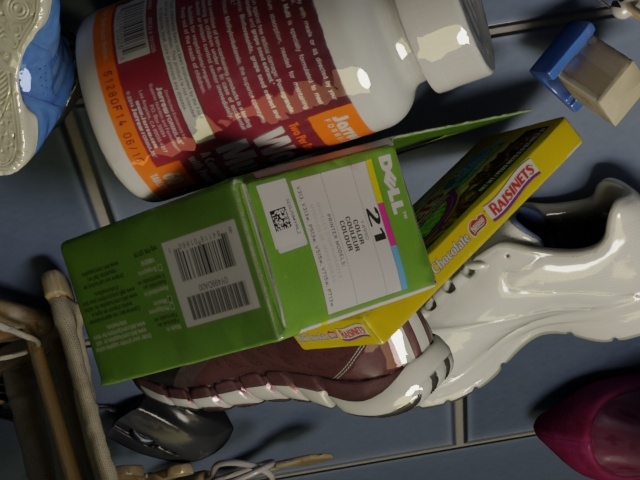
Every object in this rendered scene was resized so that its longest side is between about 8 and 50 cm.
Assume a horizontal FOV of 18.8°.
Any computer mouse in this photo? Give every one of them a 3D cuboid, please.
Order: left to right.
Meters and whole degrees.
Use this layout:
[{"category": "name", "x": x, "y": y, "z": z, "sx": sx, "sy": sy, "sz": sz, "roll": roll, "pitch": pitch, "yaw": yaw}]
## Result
[{"category": "computer mouse", "x": -0.178, "y": 0.153, "z": 1.611, "sx": 0.242, "sy": 0.041, "sz": 0.071, "roll": 11, "pitch": 146, "yaw": -31}]

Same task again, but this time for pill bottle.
[{"category": "pill bottle", "x": -0.019, "y": -0.109, "z": 1.117, "sx": 0.221, "sy": 0.121, "sz": 0.121, "roll": -17, "pitch": 150, "yaw": 14}]

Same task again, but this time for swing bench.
[{"category": "swing bench", "x": -0.234, "y": 0.162, "z": 1.344, "sx": 0.165, "sy": 0.253, "sz": 0.255, "roll": -33, "pitch": 157, "yaw": 34}]

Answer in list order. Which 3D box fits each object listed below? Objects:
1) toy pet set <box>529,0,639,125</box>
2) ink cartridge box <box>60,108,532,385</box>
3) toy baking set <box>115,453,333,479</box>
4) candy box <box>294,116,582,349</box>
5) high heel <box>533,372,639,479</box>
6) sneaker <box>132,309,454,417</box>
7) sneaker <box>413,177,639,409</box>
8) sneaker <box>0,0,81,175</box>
[{"category": "toy pet set", "x": 0.195, "y": -0.132, "z": 1.231, "sx": 0.114, "sy": 0.065, "sz": 0.122, "roll": -50, "pitch": 148, "yaw": -1}, {"category": "ink cartridge box", "x": 0.000, "y": 0.000, "z": 1.203, "sx": 0.255, "sy": 0.097, "sz": 0.189, "roll": -16, "pitch": 179, "yaw": -41}, {"category": "toy baking set", "x": -0.124, "y": 0.221, "z": 1.710, "sx": 0.256, "sy": 0.030, "sz": 0.197, "roll": -3, "pitch": 167, "yaw": -14}, {"category": "candy box", "x": 0.075, "y": -0.004, "z": 1.263, "sx": 0.206, "sy": 0.027, "sz": 0.105, "roll": -44, "pitch": -167, "yaw": -25}, {"category": "high heel", "x": 0.386, "y": 0.155, "z": 1.773, "sx": 0.377, "sy": 0.127, "sz": 0.181, "roll": 2, "pitch": -178, "yaw": -32}, {"category": "sneaker", "x": -0.042, "y": 0.036, "z": 1.412, "sx": 0.281, "sy": 0.106, "sz": 0.162, "roll": -2, "pitch": 120, "yaw": 34}, {"category": "sneaker", "x": 0.127, "y": 0.030, "z": 1.454, "sx": 0.297, "sy": 0.111, "sz": 0.129, "roll": -23, "pitch": 133, "yaw": 15}, {"category": "sneaker", "x": -0.171, "y": -0.121, "z": 1.125, "sx": 0.058, "sy": 0.084, "sz": 0.152, "roll": 11, "pitch": 118, "yaw": 12}]
